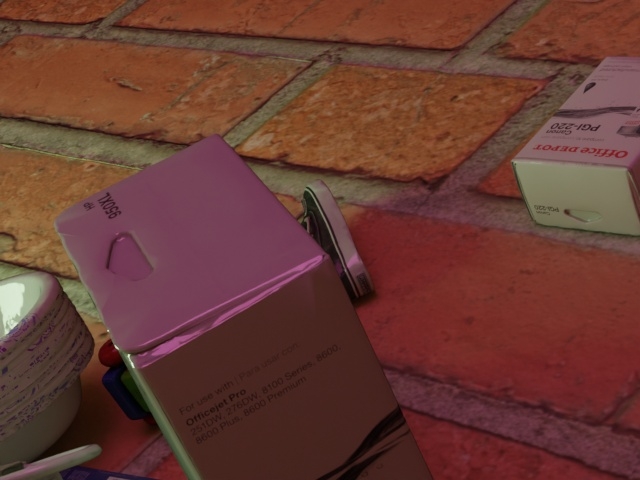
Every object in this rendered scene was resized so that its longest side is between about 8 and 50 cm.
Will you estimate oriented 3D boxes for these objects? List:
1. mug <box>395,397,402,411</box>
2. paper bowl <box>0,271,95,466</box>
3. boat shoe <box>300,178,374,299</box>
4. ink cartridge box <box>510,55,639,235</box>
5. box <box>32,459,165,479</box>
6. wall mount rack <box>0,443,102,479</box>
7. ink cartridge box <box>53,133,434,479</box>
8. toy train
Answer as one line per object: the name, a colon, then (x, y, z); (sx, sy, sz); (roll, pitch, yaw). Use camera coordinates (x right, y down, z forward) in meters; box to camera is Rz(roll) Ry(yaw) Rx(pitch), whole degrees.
mug: (-0.020, 0.179, 1.544); (0.169, 0.113, 0.150); (-35, -10, -9)
paper bowl: (-0.376, 0.169, 1.722); (0.284, 0.148, 0.284); (-26, 17, 9)
boat shoe: (0.000, 0.000, 1.821); (0.070, 0.078, 0.219); (-23, 31, 0)
ink cartridge box: (0.336, -0.109, 1.736); (0.158, 0.092, 0.218); (7, 44, 44)
box: (-0.246, 0.286, 1.578); (0.225, 0.036, 0.136); (3, 39, 39)
wall mount rack: (-0.352, 0.291, 1.381); (0.350, 0.130, 0.304); (-19, -2, 8)
ink cartridge box: (-0.038, 0.148, 1.283); (0.166, 0.395, 0.285); (-30, 30, -8)
toy train: (-0.117, 0.087, 1.715); (0.143, 0.105, 0.248); (-12, 30, 42)
